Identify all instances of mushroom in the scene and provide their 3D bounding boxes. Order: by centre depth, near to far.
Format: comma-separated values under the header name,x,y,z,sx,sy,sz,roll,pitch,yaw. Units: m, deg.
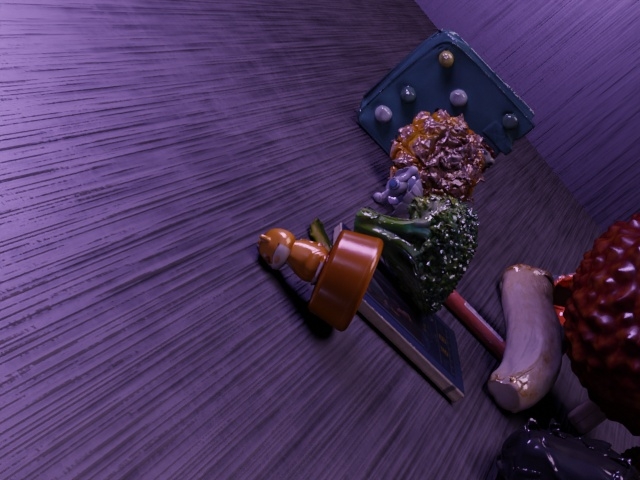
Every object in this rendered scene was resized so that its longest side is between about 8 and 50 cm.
name,x,y,z,sx,sy,sz,roll,pitch,yaw
mushroom,0.349,0.165,2.016,0.122,0.095,0.351,29,35,-6

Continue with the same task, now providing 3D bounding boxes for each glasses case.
name,x,y,z,sx,sy,sz,roll,pitch,yaw
glasses case,0.513,0.310,2.195,0.050,0.083,0.196,56,19,13

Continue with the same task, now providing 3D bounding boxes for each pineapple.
name,x,y,z,sx,sy,sz,roll,pitch,yaw
pineapple,0.228,-0.146,2.222,0.225,0.225,0.076,42,-12,-22

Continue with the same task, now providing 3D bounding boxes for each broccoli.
name,x,y,z,sx,sy,sz,roll,pitch,yaw
broccoli,0.143,-0.004,1.808,0.194,0.194,0.220,45,42,-15

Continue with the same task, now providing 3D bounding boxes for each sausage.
name,x,y,z,sx,sy,sz,roll,pitch,yaw
sausage,0.268,0.143,2.038,0.223,0.029,0.029,45,20,-14

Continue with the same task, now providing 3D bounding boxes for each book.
name,x,y,z,sx,sy,sz,roll,pitch,yaw
book,0.115,0.105,1.781,0.269,0.025,0.191,44,20,-17

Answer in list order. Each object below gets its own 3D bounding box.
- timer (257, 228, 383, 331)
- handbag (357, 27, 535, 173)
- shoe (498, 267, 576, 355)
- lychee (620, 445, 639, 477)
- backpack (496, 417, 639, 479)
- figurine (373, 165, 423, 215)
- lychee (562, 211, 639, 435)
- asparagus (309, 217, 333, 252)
name,x,y,z,sx,sy,sz,roll,pitch,yaw
timer,-0.012,0.030,1.543,0.152,0.132,0.132,24,22,-1
handbag,0.243,-0.241,2.325,0.274,0.268,0.100,47,20,-11
shoe,0.448,0.109,2.285,0.132,0.171,0.336,45,20,-13
lychee,0.567,0.427,1.985,0.188,0.188,0.188,43,21,-20
backpack,0.356,0.327,1.693,0.206,0.133,0.258,17,4,14
figurine,0.145,-0.091,2.107,0.082,0.094,0.086,44,23,18
lychee,0.603,0.133,1.986,0.424,0.425,0.500,32,-6,-42
asparagus,0.001,0.000,1.724,0.021,0.025,0.108,60,5,-43
